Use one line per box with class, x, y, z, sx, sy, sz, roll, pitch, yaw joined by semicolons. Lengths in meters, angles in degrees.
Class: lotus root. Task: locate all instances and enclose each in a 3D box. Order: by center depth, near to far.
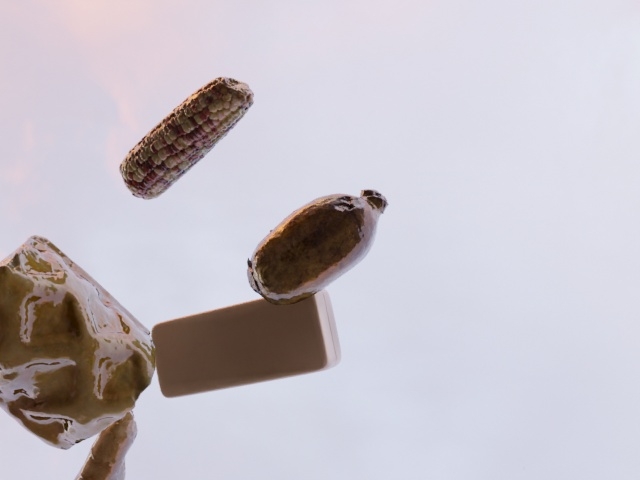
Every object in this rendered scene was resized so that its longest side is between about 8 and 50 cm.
lotus root;0.000;0.000;0.950;0.260;0.145;0.128;-34;-74;-9

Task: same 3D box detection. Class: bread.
bread;-0.360;0.131;0.792;0.196;0.252;0.238;-47;-162;-6

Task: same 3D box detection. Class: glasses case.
glasses case;-0.135;0.181;1.061;0.336;0.076;0.144;-14;-99;21

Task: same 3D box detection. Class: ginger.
ginger;-0.393;0.448;1.013;0.081;0.148;0.334;25;-118;-5

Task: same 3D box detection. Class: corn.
corn;-0.202;-0.155;0.905;0.253;0.086;0.086;-36;-118;24
